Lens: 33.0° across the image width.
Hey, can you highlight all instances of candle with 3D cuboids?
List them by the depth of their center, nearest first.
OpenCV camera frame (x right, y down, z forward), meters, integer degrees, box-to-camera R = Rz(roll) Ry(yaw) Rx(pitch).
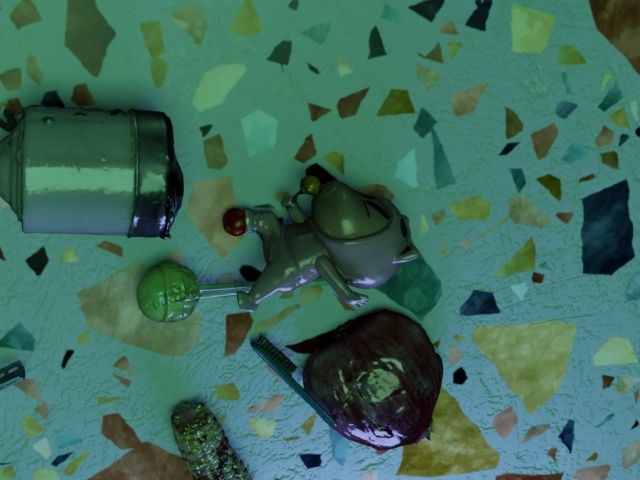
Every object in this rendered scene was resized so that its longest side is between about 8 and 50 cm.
[{"bbox_3d":[-0.360,-0.095,1.494,0.330,0.187,0.187,1,110,-14],"label":"candle"}]

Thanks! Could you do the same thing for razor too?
[{"bbox_3d":[-0.542,0.133,1.603,0.106,0.068,0.232,-27,110,-4],"label":"razor"}]

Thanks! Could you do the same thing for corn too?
[{"bbox_3d":[-0.163,0.391,1.784,0.092,0.092,0.281,-25,113,-5],"label":"corn"}]

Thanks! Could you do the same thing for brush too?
[{"bbox_3d":[-0.037,0.224,1.740,0.193,0.043,0.032,42,75,6],"label":"brush"}]

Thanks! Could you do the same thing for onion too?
[{"bbox_3d":[0.115,0.262,1.794,0.227,0.120,0.283,-37,116,7],"label":"onion"}]

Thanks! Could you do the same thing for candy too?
[{"bbox_3d":[-0.121,0.075,1.690,0.335,0.092,0.093,-2,75,-22],"label":"candy"}]

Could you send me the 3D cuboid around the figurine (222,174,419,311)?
[{"bbox_3d":[0.000,0.000,1.638,0.287,0.176,0.186,-9,127,-1],"label":"figurine"}]
